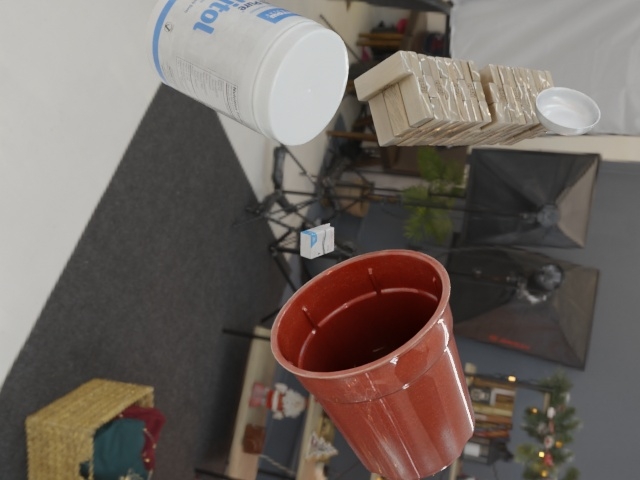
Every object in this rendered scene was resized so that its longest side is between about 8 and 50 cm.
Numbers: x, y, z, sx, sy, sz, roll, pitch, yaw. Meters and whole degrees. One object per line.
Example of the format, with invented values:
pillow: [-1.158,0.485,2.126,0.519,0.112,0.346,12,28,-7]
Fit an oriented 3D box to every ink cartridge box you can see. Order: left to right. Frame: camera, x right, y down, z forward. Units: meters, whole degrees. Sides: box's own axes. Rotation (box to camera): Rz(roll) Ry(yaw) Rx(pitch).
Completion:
ink cartridge box: [0.000,0.000,1.292,0.083,0.028,0.048,-20,117,-46]

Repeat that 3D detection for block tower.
block tower: [0.204,-0.188,0.944,0.335,0.091,0.097,-5,78,-40]

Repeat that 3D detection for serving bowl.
serving bowl: [0.319,-0.164,0.886,0.027,0.083,0.083,97,12,-50]

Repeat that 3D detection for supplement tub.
supplement tub: [-0.045,-0.107,0.400,0.071,0.107,0.071,-38,144,-35]

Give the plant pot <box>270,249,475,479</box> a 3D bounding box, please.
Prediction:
plant pot: [0.102,0.199,1.029,0.265,0.272,0.272,64,33,-28]
